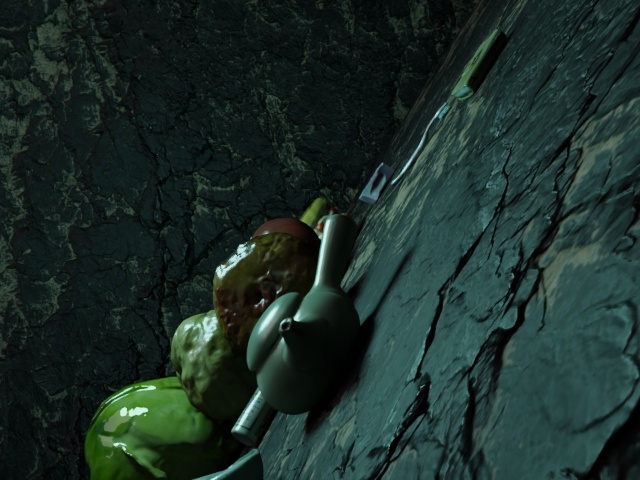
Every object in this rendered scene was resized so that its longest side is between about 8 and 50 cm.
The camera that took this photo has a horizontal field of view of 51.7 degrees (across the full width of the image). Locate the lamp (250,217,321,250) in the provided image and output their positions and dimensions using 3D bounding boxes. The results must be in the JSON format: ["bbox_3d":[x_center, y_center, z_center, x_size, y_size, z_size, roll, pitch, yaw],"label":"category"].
[{"bbox_3d":[-0.092,0.083,1.889,0.303,0.257,0.302,172,90,-74],"label":"lamp"}]

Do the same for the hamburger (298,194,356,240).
[{"bbox_3d":[0.000,0.000,2.142,0.260,0.186,0.302,-57,-8,-5],"label":"hamburger"}]

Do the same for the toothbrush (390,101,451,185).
[{"bbox_3d":[0.272,-0.259,1.806,0.021,0.027,0.269,8,-60,-53],"label":"toothbrush"}]

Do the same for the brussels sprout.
[{"bbox_3d":[-0.412,0.517,1.698,0.342,0.361,0.425,-60,2,19],"label":"brussels sprout"}]

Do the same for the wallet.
[{"bbox_3d":[0.368,-0.403,1.535,0.155,0.039,0.110,-58,5,-5],"label":"wallet"}]

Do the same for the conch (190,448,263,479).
[{"bbox_3d":[-0.153,0.385,0.958,0.221,0.121,0.185,-45,10,49],"label":"conch"}]

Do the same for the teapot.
[{"bbox_3d":[-0.013,0.128,1.084,0.220,0.149,0.318,-54,5,40],"label":"teapot"}]

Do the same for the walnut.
[{"bbox_3d":[-0.222,0.292,1.605,0.253,0.276,0.282,-24,-13,-19],"label":"walnut"}]

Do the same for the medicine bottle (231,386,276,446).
[{"bbox_3d":[-0.116,0.354,1.476,0.220,0.061,0.092,-58,-18,-32],"label":"medicine bottle"}]

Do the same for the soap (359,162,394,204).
[{"bbox_3d":[0.191,-0.188,2.243,0.149,0.056,0.100,-58,0,-16],"label":"soap"}]

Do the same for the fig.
[{"bbox_3d":[-0.067,0.143,1.517,0.286,0.286,0.369,-58,-27,1],"label":"fig"}]
